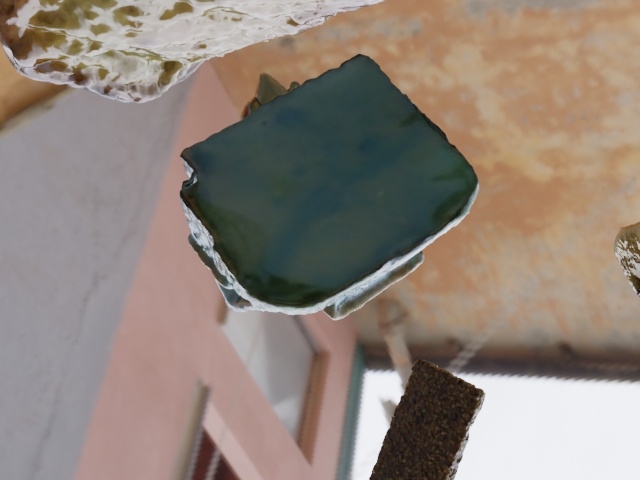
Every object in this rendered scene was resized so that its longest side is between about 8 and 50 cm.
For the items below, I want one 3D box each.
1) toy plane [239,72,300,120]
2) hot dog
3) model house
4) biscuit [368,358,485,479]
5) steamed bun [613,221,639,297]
[{"bbox_3d":[-0.056,-0.071,1.652,0.108,0.287,0.092,-12,-172,-7],"label":"toy plane"},{"bbox_3d":[-0.027,-0.155,0.581,0.259,0.175,0.114,-19,-105,32],"label":"hot dog"},{"bbox_3d":[0.000,0.000,1.324,0.261,0.241,0.226,-30,-116,-18],"label":"model house"},{"bbox_3d":[0.140,0.290,1.796,0.131,0.025,0.231,24,-83,42],"label":"biscuit"},{"bbox_3d":[0.506,0.051,1.799,0.172,0.141,0.155,1,-104,-14],"label":"steamed bun"}]
